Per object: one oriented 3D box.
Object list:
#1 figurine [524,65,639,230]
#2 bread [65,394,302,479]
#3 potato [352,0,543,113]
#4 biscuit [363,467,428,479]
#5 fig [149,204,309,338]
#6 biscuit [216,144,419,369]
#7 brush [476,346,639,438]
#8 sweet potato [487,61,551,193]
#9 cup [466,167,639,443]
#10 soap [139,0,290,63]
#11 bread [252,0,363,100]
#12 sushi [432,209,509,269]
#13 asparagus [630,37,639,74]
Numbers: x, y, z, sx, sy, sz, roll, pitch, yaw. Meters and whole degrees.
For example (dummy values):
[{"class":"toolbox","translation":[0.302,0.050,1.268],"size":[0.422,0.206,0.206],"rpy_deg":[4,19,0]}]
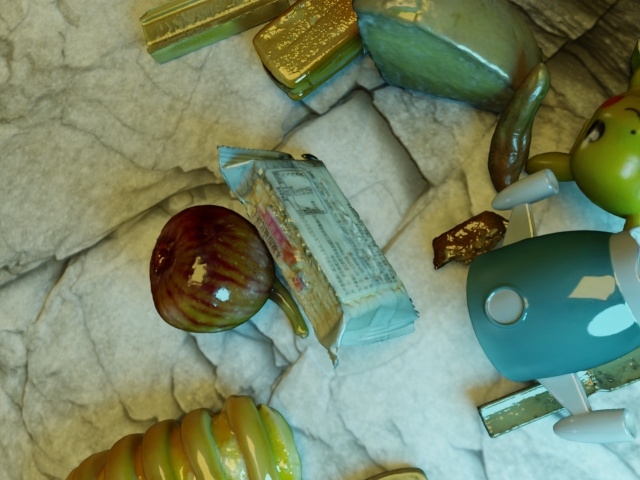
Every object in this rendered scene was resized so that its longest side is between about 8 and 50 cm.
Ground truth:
[{"class":"figurine","translation":[0.405,-0.133,0.627],"size":[0.327,0.169,0.218],"rpy_deg":[-41,50,6]},{"class":"bread","translation":[-0.177,0.307,0.663],"size":[0.311,0.121,0.173],"rpy_deg":[-27,70,2]},{"class":"potato","translation":[0.204,-0.311,0.729],"size":[0.264,0.189,0.211],"rpy_deg":[24,80,17]},{"class":"biscuit","translation":[0.067,0.376,0.642],"size":[0.142,0.029,0.221],"rpy_deg":[19,79,14]},{"class":"fig","translation":[-0.121,0.047,0.726],"size":[0.175,0.207,0.175],"rpy_deg":[-21,63,48]},{"class":"biscuit","translation":[0.003,-0.001,0.698],"size":[0.079,0.186,0.309],"rpy_deg":[-48,66,35]},{"class":"brush","translation":[0.310,0.176,0.652],"size":[0.248,0.036,0.043],"rpy_deg":[-21,75,-3]},{"class":"sweet potato","translation":[0.257,-0.146,0.704],"size":[0.053,0.182,0.054],"rpy_deg":[26,40,28]},{"class":"cup","translation":[0.276,0.062,0.583],"size":[0.173,0.167,0.300],"rpy_deg":[-25,68,42]},{"class":"soap","translation":[-0.181,-0.387,0.909],"size":[0.252,0.037,0.092],"rpy_deg":[-20,70,6]},{"class":"bread","translation":[-0.002,-0.316,0.832],"size":[0.200,0.077,0.116],"rpy_deg":[-40,69,-4]},{"class":"sushi","translation":[0.202,0.001,0.713],"size":[0.118,0.061,0.060],"rpy_deg":[-33,78,22]},{"class":"asparagus","translation":[0.444,-0.163,0.723],"size":[0.034,0.027,0.236],"rpy_deg":[3,76,-4]}]
